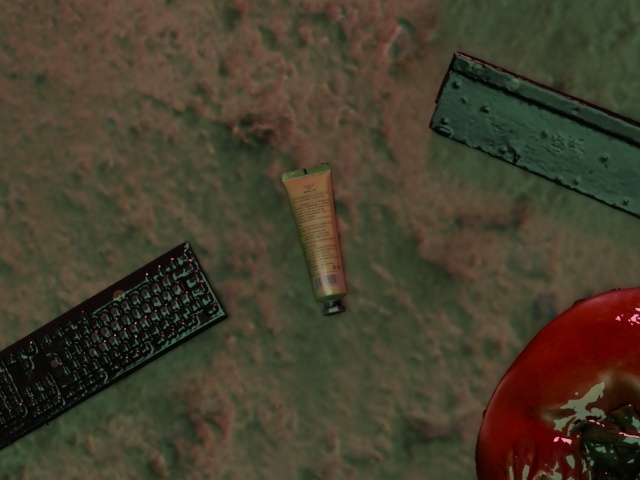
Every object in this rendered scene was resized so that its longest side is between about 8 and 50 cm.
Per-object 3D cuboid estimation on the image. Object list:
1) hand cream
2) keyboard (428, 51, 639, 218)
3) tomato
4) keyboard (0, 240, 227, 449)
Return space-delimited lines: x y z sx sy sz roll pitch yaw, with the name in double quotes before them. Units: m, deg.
"hand cream" 0.000 0.000 1.250 0.035 0.022 0.102 -14 81 12
"keyboard" 0.169 -0.065 1.217 0.195 0.018 0.060 24 102 11
"tomato" 0.207 0.140 1.165 0.228 0.101 0.228 -1 88 15
"keyboard" -0.161 0.076 1.287 0.198 0.010 0.064 -31 81 10
